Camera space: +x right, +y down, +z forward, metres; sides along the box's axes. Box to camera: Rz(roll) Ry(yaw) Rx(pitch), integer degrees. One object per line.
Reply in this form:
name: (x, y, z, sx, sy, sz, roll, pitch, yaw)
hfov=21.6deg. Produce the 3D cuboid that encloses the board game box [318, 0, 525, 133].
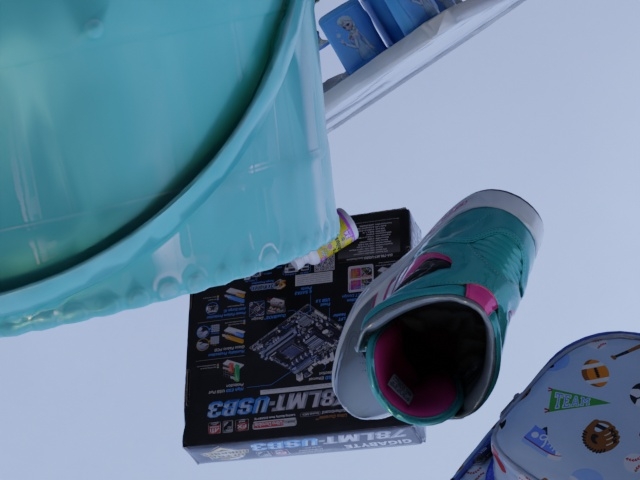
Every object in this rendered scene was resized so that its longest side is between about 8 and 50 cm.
board game box: (-0.017, -0.095, 1.191, 0.390, 0.050, 0.390, -33, -178, 27)

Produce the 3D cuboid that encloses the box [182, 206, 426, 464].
box: (-0.020, 0.119, 2.076, 0.295, 0.073, 0.293, -8, -118, 14)

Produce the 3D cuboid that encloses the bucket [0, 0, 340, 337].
bucket: (-0.125, -0.066, 0.745, 0.281, 0.183, 0.281, -13, -174, 1)

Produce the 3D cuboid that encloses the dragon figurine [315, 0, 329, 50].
dragon figurine: (-0.043, -0.236, 1.786, 0.289, 0.144, 0.085, -16, 168, 12)

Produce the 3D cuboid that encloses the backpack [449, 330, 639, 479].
backpack: (0.251, 0.195, 1.369, 0.276, 0.213, 0.263, 31, -133, 18)

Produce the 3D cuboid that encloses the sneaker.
sneaker: (0.079, 0.103, 1.450, 0.295, 0.123, 0.178, -55, -177, 41)

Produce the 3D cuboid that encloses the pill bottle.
pill bottle: (0.000, 0.000, 1.955, 0.083, 0.043, 0.043, -33, -155, -12)
